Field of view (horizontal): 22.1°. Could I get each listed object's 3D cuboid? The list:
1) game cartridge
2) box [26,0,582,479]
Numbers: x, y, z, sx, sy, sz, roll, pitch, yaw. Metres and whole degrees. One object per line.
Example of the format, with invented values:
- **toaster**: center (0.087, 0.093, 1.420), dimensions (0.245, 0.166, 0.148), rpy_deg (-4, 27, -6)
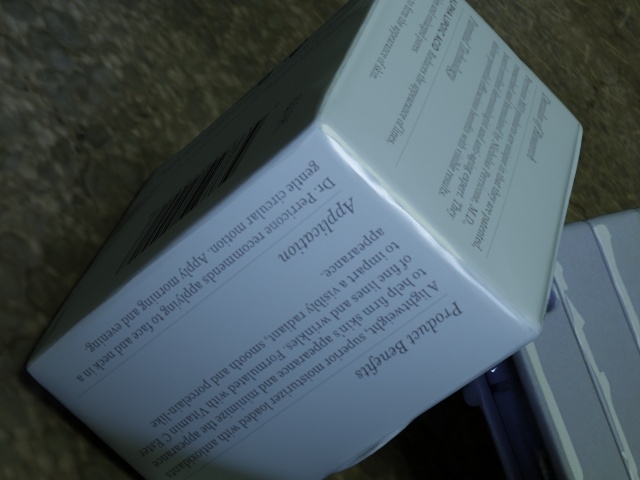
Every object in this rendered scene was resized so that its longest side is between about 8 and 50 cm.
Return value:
- **game cartridge**: center (0.204, 0.153, 0.795), dimensions (0.230, 0.068, 0.355), rpy_deg (-11, 77, -42)
- **box**: center (0.000, 0.000, 0.693), dimensions (0.119, 0.181, 0.182), rpy_deg (45, 31, -13)
